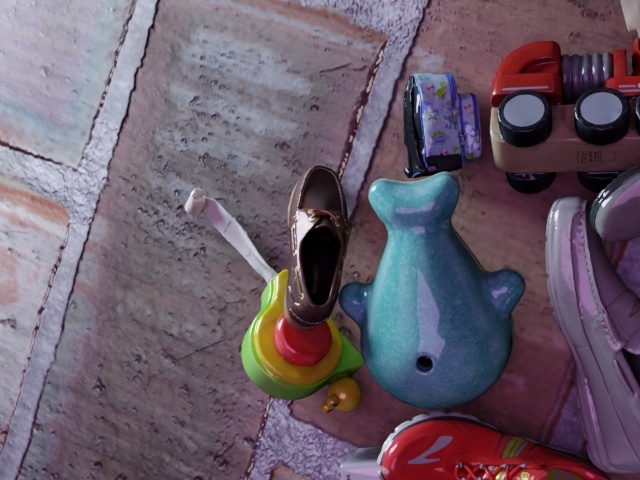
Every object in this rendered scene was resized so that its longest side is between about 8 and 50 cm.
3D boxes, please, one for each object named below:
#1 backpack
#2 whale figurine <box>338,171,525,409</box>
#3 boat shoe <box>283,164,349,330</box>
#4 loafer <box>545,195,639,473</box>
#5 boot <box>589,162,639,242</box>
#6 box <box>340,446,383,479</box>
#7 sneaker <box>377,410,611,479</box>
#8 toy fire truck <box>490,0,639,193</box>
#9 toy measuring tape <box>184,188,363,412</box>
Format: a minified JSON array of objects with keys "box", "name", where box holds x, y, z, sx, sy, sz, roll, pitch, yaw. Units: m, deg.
[{"box":[0.138,-0.135,1.340,0.084,0.105,0.114,-7,88,-6],"name":"backpack"},{"box":[0.119,0.064,1.311,0.216,0.141,0.272,-4,110,16],"name":"whale figurine"},{"box":[0.000,0.000,1.360,0.073,0.073,0.207,7,64,-12],"name":"boat shoe"},{"box":[0.328,0.101,1.290,0.111,0.112,0.320,-12,99,30],"name":"loafer"},{"box":[0.404,-0.019,1.166,0.246,0.083,0.161,-20,47,11],"name":"boot"},{"box":[0.086,0.301,1.385,0.101,0.087,0.102,-6,91,16],"name":"box"},{"box":[0.203,0.257,1.291,0.279,0.118,0.107,10,89,-10],"name":"sneaker"},{"box":[0.300,-0.196,1.282,0.217,0.158,0.246,-1,57,15],"name":"toy fire truck"},{"box":[-0.078,0.085,1.402,0.121,0.121,0.330,-45,82,14],"name":"toy measuring tape"}]
